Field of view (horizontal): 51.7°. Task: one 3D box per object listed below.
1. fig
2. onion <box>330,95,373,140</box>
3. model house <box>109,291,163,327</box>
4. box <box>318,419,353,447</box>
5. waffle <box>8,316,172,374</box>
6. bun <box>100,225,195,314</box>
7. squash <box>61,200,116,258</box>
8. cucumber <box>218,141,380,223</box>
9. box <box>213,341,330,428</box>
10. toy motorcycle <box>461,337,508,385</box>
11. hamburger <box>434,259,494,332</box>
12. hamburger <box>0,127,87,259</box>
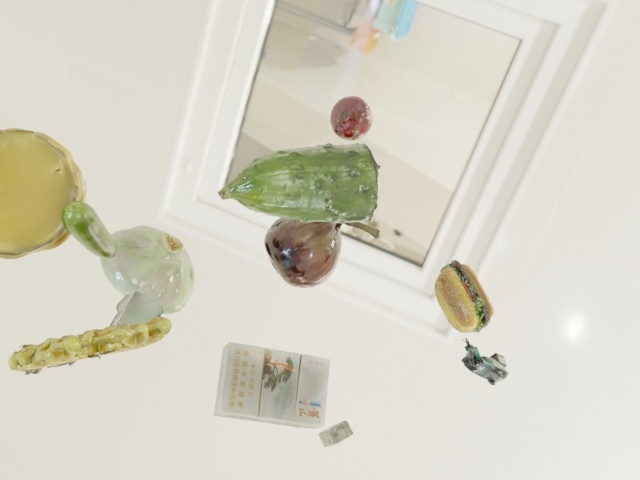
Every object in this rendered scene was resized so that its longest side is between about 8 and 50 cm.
[{"bbox_3d":[-0.015,-0.008,1.604,0.249,0.186,0.204,-42,-166,-1],"label":"fig"},{"bbox_3d":[0.070,-0.288,1.562,0.097,0.107,0.107,-24,139,-55],"label":"onion"},{"bbox_3d":[-0.445,0.189,1.566,0.100,0.088,0.100,-25,-145,49],"label":"model house"},{"bbox_3d":[0.038,0.494,1.685,0.062,0.045,0.098,-22,165,-22],"label":"box"},{"bbox_3d":[-0.449,0.207,1.295,0.307,0.312,0.060,-23,-103,51],"label":"waffle"},{"bbox_3d":[-0.465,0.056,1.861,0.187,0.293,0.293,-48,177,12],"label":"bun"},{"bbox_3d":[-0.474,-0.017,1.369,0.201,0.066,0.066,76,36,-62],"label":"squash"},{"bbox_3d":[-0.038,-0.084,1.025,0.134,0.244,0.134,174,-90,-65],"label":"cucumber"},{"bbox_3d":[-0.100,0.312,1.407,0.067,0.233,0.149,141,-42,-60],"label":"box"},{"bbox_3d":[0.451,0.340,1.830,0.058,0.173,0.100,-47,-148,30],"label":"toy motorcycle"},{"bbox_3d":[0.313,0.128,1.476,0.087,0.166,0.137,-21,159,-14],"label":"hamburger"},{"bbox_3d":[-0.638,-0.099,1.429,0.276,0.276,0.237,-67,-170,-4],"label":"hamburger"}]
